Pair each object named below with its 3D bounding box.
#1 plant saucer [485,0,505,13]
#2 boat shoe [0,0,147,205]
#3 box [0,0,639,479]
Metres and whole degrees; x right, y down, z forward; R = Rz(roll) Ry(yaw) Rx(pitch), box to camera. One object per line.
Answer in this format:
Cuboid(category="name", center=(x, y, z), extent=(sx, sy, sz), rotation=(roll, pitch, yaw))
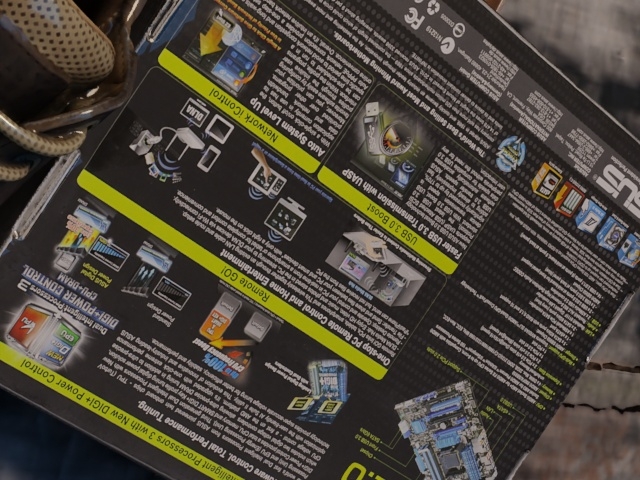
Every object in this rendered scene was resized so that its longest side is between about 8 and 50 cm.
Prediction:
Cuboid(category="plant saucer", center=(0.015, -0.138, 0.782), extent=(0.168, 0.029, 0.168), rotation=(-9, 104, -38))
Cuboid(category="boat shoe", center=(-0.129, -0.077, 0.610), extent=(0.132, 0.130, 0.355), rotation=(39, 74, -37))
Cuboid(category="box", center=(0.000, 0.000, 0.753), extent=(0.270, 0.060, 0.216), rotation=(34, 89, -38))
